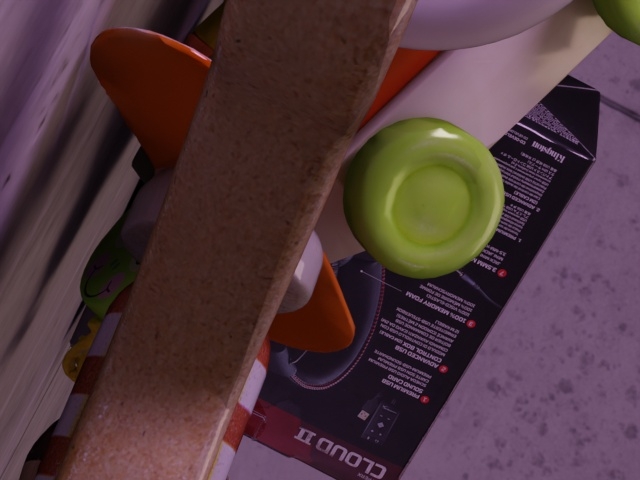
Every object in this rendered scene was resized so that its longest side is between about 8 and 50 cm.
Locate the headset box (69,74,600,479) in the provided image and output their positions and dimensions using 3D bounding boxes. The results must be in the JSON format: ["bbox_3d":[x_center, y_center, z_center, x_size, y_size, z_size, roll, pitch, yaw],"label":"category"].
[{"bbox_3d":[0.000,0.000,1.045,0.293,0.218,0.110,-62,-177,27],"label":"headset box"}]

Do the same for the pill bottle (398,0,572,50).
[{"bbox_3d":[0.044,-0.142,0.553,0.117,0.117,0.215,-62,-177,24],"label":"pill bottle"}]

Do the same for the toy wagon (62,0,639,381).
[{"bbox_3d":[0.013,-0.067,0.724,0.344,0.068,0.267,-43,-156,0],"label":"toy wagon"}]

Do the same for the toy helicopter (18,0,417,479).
[{"bbox_3d":[-0.028,0.019,0.465,0.235,0.140,0.355,-67,-179,-49],"label":"toy helicopter"}]
